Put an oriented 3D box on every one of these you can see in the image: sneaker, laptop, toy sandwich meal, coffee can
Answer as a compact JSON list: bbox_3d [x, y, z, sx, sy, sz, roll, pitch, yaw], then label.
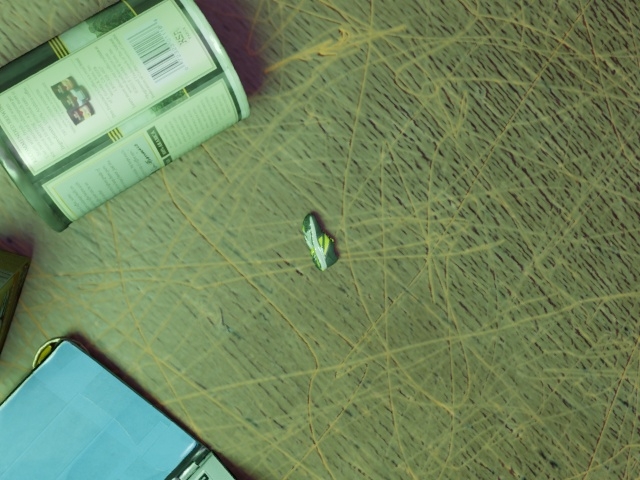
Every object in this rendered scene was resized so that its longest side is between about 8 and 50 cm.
[{"bbox_3d":[0.000,0.000,1.178,0.035,0.031,0.083,-21,105,-24],"label":"sneaker"},{"bbox_3d":[-0.285,0.417,1.042,0.382,0.408,0.236,-47,146,-5],"label":"laptop"},{"bbox_3d":[-0.344,0.171,1.108,0.086,0.029,0.085,-1,96,-13],"label":"toy sandwich meal"},{"bbox_3d":[-0.253,-0.165,1.009,0.275,0.201,0.201,-32,102,-9],"label":"coffee can"}]

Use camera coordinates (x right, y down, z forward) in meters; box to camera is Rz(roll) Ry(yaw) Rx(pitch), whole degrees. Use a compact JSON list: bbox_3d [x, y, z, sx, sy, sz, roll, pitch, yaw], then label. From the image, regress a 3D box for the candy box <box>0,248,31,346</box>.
[{"bbox_3d":[-0.410,0.112,0.939,0.088,0.316,0.182,18,92,-15],"label":"candy box"}]
